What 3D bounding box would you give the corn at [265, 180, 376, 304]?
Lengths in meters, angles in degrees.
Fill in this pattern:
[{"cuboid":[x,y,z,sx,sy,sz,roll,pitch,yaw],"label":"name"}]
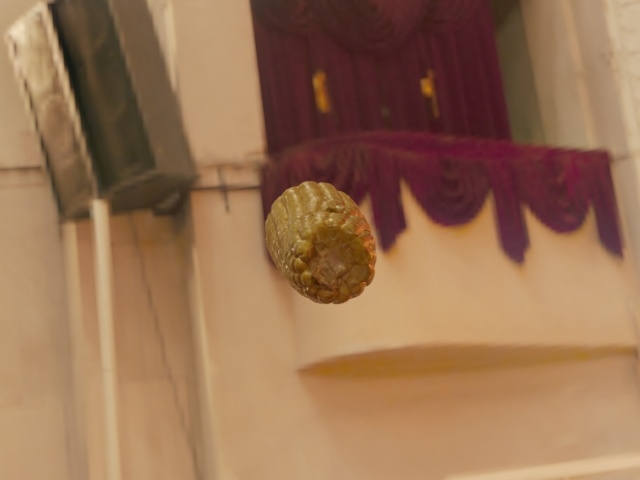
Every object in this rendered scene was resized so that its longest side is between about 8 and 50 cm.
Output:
[{"cuboid":[0.000,0.000,0.887,0.067,0.067,0.206,-6,8,-5],"label":"corn"}]
